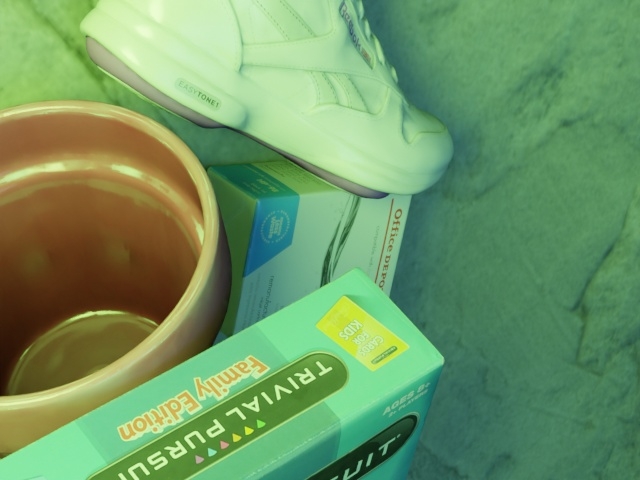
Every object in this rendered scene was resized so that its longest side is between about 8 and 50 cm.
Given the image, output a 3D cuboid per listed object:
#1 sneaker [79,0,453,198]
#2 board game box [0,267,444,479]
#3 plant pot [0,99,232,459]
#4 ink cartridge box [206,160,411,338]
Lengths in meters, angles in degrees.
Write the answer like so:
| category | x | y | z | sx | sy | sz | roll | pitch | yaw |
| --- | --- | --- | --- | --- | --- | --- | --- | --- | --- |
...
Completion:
| category | x | y | z | sx | sy | sz | roll | pitch | yaw |
| --- | --- | --- | --- | --- | --- | --- | --- | --- | --- |
| sneaker | 0.001 | -0.120 | 0.896 | 0.305 | 0.114 | 0.152 | 21 | 99 | -47 |
| board game box | -0.076 | 0.197 | 0.817 | 0.253 | 0.079 | 0.336 | -28 | 149 | -29 |
| plant pot | -0.144 | 0.052 | 0.819 | 0.201 | 0.201 | 0.180 | -39 | 149 | -20 |
| ink cartridge box | 0.000 | 0.000 | 1.005 | 0.180 | 0.060 | 0.104 | -7 | 117 | -41 |
